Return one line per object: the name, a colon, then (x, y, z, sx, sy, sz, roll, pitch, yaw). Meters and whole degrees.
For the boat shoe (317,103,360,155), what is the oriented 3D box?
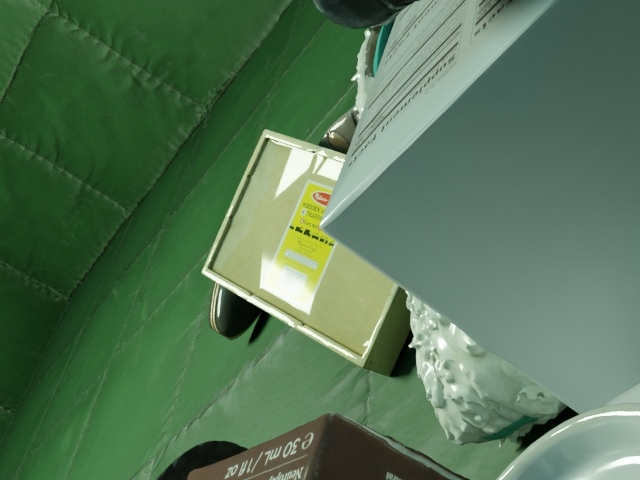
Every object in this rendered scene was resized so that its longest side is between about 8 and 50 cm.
boat shoe: (0.095, -0.116, 0.930, 0.116, 0.123, 0.324, -27, -21, -47)

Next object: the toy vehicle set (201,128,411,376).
toy vehicle set: (0.000, 0.000, 0.872, 0.267, 0.035, 0.166, 25, 91, 48)

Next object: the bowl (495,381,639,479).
bowl: (0.130, 0.146, 0.307, 0.298, 0.134, 0.298, -50, 19, 24)

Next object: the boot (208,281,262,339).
boot: (-0.060, 0.033, 1.144, 0.137, 0.077, 0.198, -1, 60, 64)

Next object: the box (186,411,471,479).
box: (-0.042, 0.305, 0.502, 0.191, 0.143, 0.381, -34, 31, 47)

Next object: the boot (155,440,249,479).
boot: (-0.181, 0.348, 0.874, 0.338, 0.118, 0.222, -61, 11, -24)

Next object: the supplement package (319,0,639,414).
supplement package: (0.158, -0.083, 0.476, 0.198, 0.199, 0.263, -44, 17, 38)

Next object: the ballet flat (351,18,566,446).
ballet flat: (0.090, -0.031, 0.672, 0.147, 0.147, 0.409, -47, 31, 34)

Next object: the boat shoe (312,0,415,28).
boat shoe: (0.043, -0.193, 0.463, 0.105, 0.113, 0.306, -30, 33, 26)
